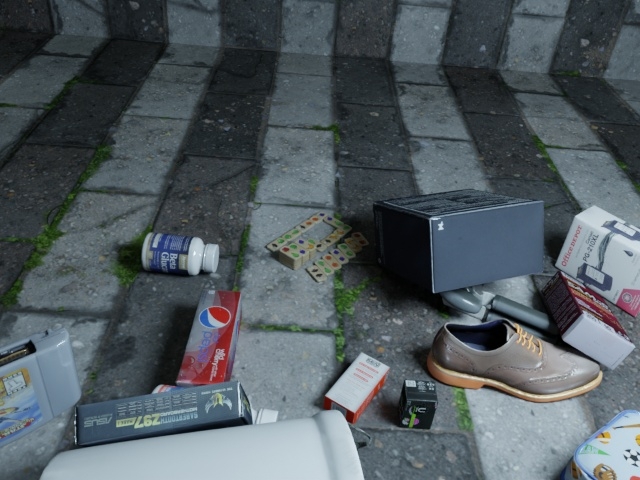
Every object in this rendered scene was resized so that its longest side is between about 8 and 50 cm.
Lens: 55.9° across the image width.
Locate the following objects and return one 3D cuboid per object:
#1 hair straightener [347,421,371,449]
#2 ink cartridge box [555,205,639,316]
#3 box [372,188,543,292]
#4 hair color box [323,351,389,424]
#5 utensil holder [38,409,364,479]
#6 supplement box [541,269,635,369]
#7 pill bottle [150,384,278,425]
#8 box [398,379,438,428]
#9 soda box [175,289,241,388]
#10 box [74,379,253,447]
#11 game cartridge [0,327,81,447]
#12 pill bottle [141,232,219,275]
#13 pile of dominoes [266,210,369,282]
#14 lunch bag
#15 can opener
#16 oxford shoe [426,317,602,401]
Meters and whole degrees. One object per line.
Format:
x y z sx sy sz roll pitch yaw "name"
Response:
-0.009 0.377 1.044 0.231 0.088 0.047 -16 26 -26 "hair straightener"
0.736 0.047 1.515 0.100 0.171 0.237 -22 45 -32 "ink cartridge box"
0.322 -0.010 1.451 0.297 0.182 0.294 -9 12 -18 "box"
0.073 0.294 1.206 0.072 0.043 0.141 25 42 24 "hair color box"
-0.146 0.412 0.796 0.386 0.327 0.327 -4 38 -8 "utensil holder"
0.584 0.169 1.336 0.130 0.073 0.239 31 22 -4 "supplement box"
-0.189 0.328 1.059 0.222 0.124 0.124 7 37 2 "pill bottle"
0.186 0.315 1.159 0.062 0.083 0.052 4 36 -1 "box"
-0.221 0.217 1.236 0.092 0.083 0.263 4 37 -1 "soda box"
-0.225 0.273 0.915 0.233 0.183 0.059 -8 65 -6 "box"
-0.559 0.276 1.016 0.297 0.198 0.062 -23 45 -32 "game cartridge"
-0.335 0.035 1.455 0.170 0.094 0.094 6 37 1 "pill bottle"
0.000 0.000 1.592 0.196 0.040 0.251 28 43 27 "pile of dominoes"
0.591 0.443 1.022 0.243 0.114 0.303 -18 42 -31 "lunch bag"
0.407 0.171 1.388 0.281 0.074 0.093 21 30 16 "can opener"
0.413 0.240 1.247 0.364 0.132 0.129 4 36 -3 "oxford shoe"
